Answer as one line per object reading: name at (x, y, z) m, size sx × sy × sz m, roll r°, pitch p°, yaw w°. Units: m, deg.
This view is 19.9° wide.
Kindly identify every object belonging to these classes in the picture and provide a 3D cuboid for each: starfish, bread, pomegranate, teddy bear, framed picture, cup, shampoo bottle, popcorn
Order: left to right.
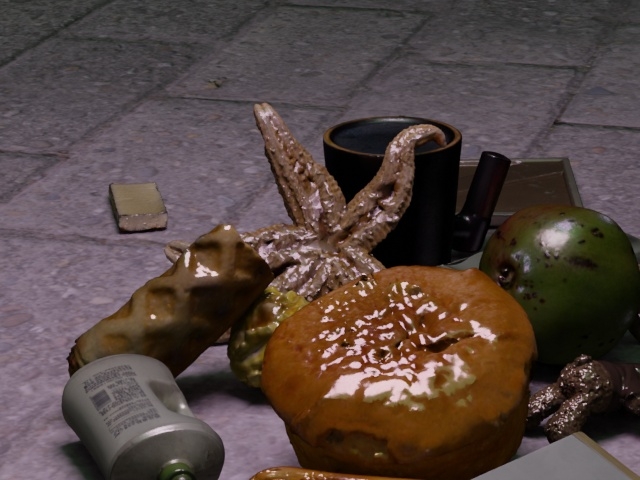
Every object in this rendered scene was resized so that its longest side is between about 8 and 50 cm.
bread at (-0.244, -0.047, 2.439) m, size 0.068 × 0.028 × 0.154 m, roll -5°, pitch 20°, yaw -11°
shampoo bottle at (-0.160, 0.189, 1.713) m, size 0.118 × 0.087 × 0.234 m, roll -6°, pitch 21°, yaw -21°
bread at (-0.152, 0.087, 1.869) m, size 0.232 × 0.128 × 0.088 m, roll -38°, pitch 68°, yaw -3°
popcorn at (-0.045, 0.107, 1.903) m, size 0.106 × 0.116 × 0.121 m, roll -24°, pitch 71°, yaw -31°
starfish at (0.004, 0.005, 2.052) m, size 0.327 × 0.094 × 0.375 m, roll 36°, pitch 80°, yaw 21°
bread at (0.083, 0.136, 1.701) m, size 0.268 × 0.146 × 0.268 m, roll -6°, pitch 38°, yaw 5°
cup at (0.124, -0.045, 2.201) m, size 0.239 × 0.177 × 0.166 m, roll -3°, pitch 19°, yaw -5°
framed picture at (0.181, -0.066, 2.477) m, size 0.335 × 0.022 × 0.247 m, roll 0°, pitch 20°, yaw 3°
pomegranate at (0.278, 0.050, 1.967) m, size 0.224 × 0.182 × 0.181 m, roll 7°, pitch 10°, yaw -44°
teddy bear at (0.273, 0.148, 1.816) m, size 0.160 × 0.078 × 0.119 m, roll -14°, pitch 20°, yaw -29°

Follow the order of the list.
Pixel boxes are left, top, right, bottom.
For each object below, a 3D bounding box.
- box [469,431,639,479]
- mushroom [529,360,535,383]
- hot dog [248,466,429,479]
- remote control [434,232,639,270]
box at (0.237, 0.268, 1.458) m, size 0.210 × 0.045 × 0.270 m, roll -19°, pitch 43°, yaw -39°
mushroom at (0.141, 0.121, 1.876) m, size 0.135 × 0.080 × 0.170 m, roll -21°, pitch 40°, yaw -33°
hot dog at (0.038, 0.248, 1.573) m, size 0.249 × 0.068 × 0.100 m, roll 4°, pitch 32°, yaw 20°
remote control at (0.233, 0.039, 2.131) m, size 0.335 × 0.066 × 0.128 m, roll -17°, pitch 28°, yaw -36°
